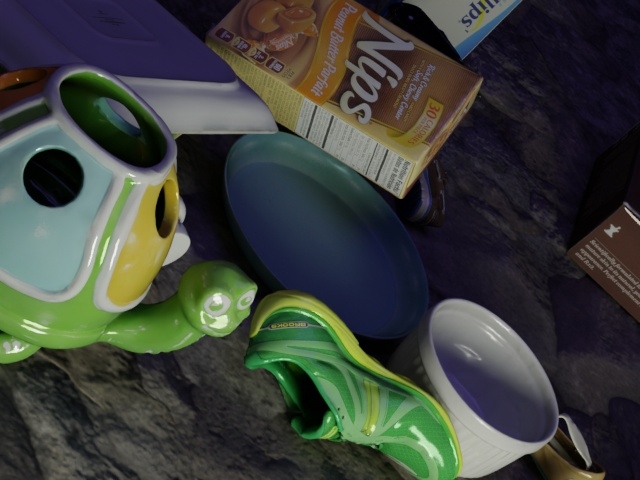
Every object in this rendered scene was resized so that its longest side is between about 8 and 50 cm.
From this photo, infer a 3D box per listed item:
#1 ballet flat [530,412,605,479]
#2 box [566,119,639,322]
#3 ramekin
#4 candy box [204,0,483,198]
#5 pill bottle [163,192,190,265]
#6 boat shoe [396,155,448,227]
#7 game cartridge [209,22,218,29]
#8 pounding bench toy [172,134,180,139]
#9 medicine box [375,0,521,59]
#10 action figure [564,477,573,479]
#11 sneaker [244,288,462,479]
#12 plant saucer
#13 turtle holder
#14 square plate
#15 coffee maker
[{"bbox_3d":[0.271,0.221,1.883,0.232,0.073,0.080,52,31,10],"label":"ballet flat"},{"bbox_3d":[0.535,-0.037,2.441,0.191,0.143,0.381,43,29,-5],"label":"box"},{"bbox_3d":[0.170,0.181,1.774,0.207,0.109,0.207,31,35,-24],"label":"ramekin"},{"bbox_3d":[0.026,-0.212,1.938,0.316,0.087,0.183,32,56,10],"label":"candy box"},{"bbox_3d":[-0.197,-0.049,1.620,0.086,0.086,0.152,6,50,-47],"label":"pill bottle"},{"bbox_3d":[0.140,-0.090,2.103,0.066,0.066,0.183,30,44,-33],"label":"boat shoe"},{"bbox_3d":[-0.112,-0.258,2.034,0.083,0.017,0.056,24,34,-32],"label":"game cartridge"},{"bbox_3d":[-0.196,-0.131,1.748,0.083,0.052,0.065,33,33,-21],"label":"pounding bench toy"},{"bbox_3d":[0.232,-0.439,2.415,0.149,0.263,0.289,37,32,-14],"label":"medicine box"},{"bbox_3d":[0.320,0.371,1.748,0.285,0.099,0.185,24,42,-27],"label":"action figure"},{"bbox_3d":[0.028,0.181,1.635,0.295,0.109,0.123,41,57,-16],"label":"sneaker"},{"bbox_3d":[0.000,0.000,1.843,0.318,0.044,0.317,31,33,-23],"label":"plant saucer"},{"bbox_3d":[-0.234,-0.017,1.400,0.320,0.227,0.243,55,31,15],"label":"turtle holder"},{"bbox_3d":[-0.254,-0.236,1.716,0.344,0.049,0.347,43,26,27],"label":"square plate"},{"bbox_3d":[0.099,-0.210,2.073,0.120,0.178,0.171,12,42,-42],"label":"coffee maker"}]
